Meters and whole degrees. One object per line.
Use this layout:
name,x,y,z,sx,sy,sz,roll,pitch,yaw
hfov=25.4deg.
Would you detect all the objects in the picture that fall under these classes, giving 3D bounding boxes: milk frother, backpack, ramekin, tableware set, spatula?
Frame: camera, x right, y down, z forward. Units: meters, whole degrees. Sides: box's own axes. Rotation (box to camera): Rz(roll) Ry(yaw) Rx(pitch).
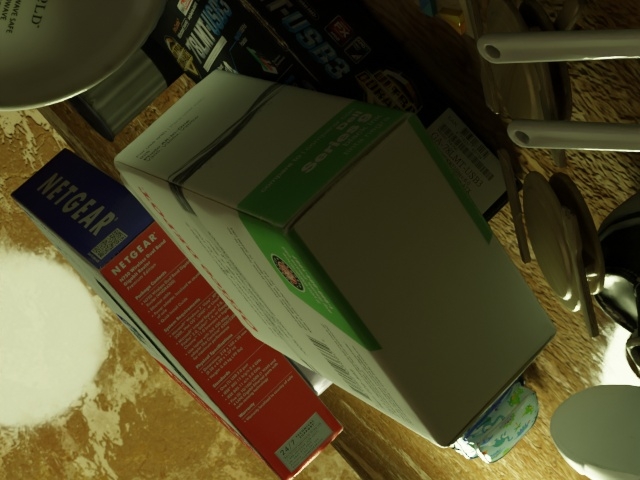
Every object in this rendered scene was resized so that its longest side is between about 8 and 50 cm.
milk frother,-0.164,-0.146,1.418,0.143,0.135,0.129,43,169,15
backpack,0.164,0.171,1.417,0.084,0.105,0.114,42,173,25
ramekin,-0.228,-0.213,1.011,0.273,0.273,0.127,59,-176,-47
tableware set,0.136,-0.052,0.815,0.128,0.039,0.194,-119,12,-65
spatula,0.153,-0.093,0.632,0.242,0.019,0.168,9,142,48

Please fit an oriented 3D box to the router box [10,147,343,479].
router box,-0.155,0.067,1.451,0.301,0.082,0.335,52,169,-26

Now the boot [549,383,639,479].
boot,0.287,0.201,1.104,0.123,0.095,0.258,59,163,-25

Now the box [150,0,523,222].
box,-0.004,-0.110,1.133,0.293,0.073,0.295,49,167,-4

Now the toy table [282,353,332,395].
toy table,-0.036,0.022,1.477,0.274,0.161,0.252,41,168,27

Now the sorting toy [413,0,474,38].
sorting toy,0.070,-0.156,0.863,0.062,0.012,0.083,40,168,27

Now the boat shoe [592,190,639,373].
boat shoe,0.219,0.046,0.759,0.121,0.119,0.335,48,170,-13

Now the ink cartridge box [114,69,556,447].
ink cartridge box,0.000,0.000,1.026,0.211,0.121,0.289,53,164,-29
